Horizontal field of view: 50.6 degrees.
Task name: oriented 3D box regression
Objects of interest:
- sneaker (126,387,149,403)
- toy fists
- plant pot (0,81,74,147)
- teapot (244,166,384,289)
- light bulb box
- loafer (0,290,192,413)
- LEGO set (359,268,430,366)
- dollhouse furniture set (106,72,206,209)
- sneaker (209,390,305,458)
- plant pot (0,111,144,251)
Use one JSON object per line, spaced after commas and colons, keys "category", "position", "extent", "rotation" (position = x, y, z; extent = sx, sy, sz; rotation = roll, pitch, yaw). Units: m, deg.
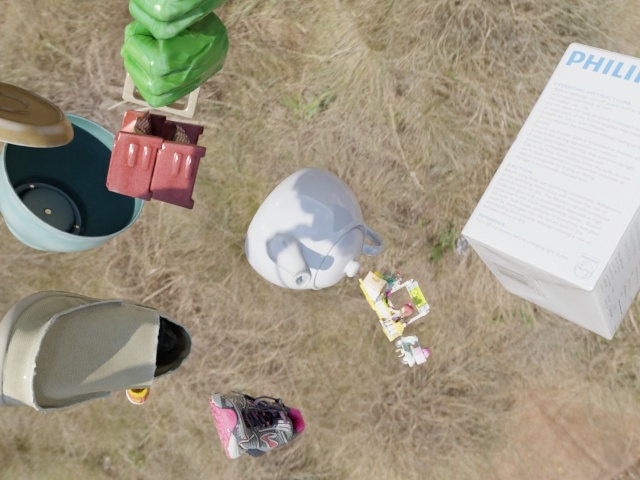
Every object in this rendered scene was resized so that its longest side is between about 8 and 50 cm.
{"category": "sneaker", "position": [-0.406, 0.261, 1.439], "extent": [0.175, 0.064, 0.067], "rotation": [53, 145, 22]}
{"category": "toy fists", "position": [-0.187, -0.286, 0.872], "extent": [0.096, 0.142, 0.279], "rotation": [38, 146, 4]}
{"category": "plant pot", "position": [-0.550, -0.231, 1.185], "extent": [0.236, 0.236, 0.032], "rotation": [25, 112, 1]}
{"category": "teapot", "position": [0.000, 0.000, 1.255], "extent": [0.187, 0.256, 0.252], "rotation": [37, 160, 18]}
{"category": "light bulb box", "position": [0.461, -0.068, 1.144], "extent": [0.225, 0.358, 0.361], "rotation": [28, 85, 32]}
{"category": "loafer", "position": [-0.203, 0.099, 0.646], "extent": [0.092, 0.268, 0.101], "rotation": [6, 93, 13]}
{"category": "LEGO set", "position": [0.154, 0.115, 1.328], "extent": [0.107, 0.132, 0.287], "rotation": [-29, 132, -2]}
{"category": "dollhouse furniture set", "position": [-0.262, -0.266, 1.196], "extent": [0.152, 0.201, 0.373], "rotation": [12, 111, -15]}
{"category": "sneaker", "position": [-0.120, 0.337, 1.279], "extent": [0.112, 0.299, 0.120], "rotation": [-23, 70, 7]}
{"category": "plant pot", "position": [-0.548, -0.093, 1.425], "extent": [0.293, 0.293, 0.196], "rotation": [46, 130, -10]}
